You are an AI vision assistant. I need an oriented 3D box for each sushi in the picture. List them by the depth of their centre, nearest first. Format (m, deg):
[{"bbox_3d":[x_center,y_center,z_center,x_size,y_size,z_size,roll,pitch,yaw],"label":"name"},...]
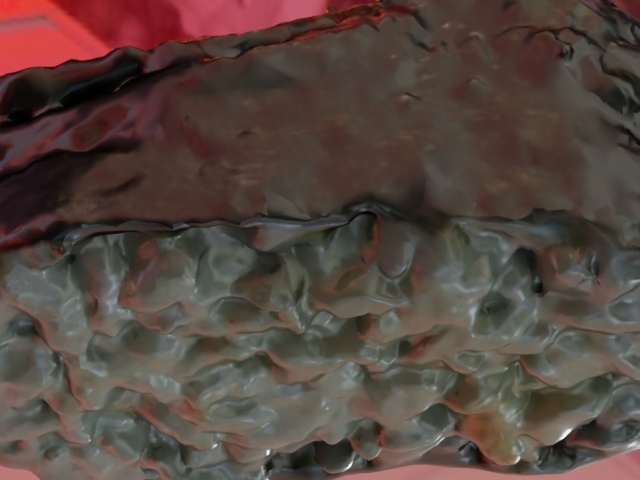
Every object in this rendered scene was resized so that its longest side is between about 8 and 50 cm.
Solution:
[{"bbox_3d":[0.000,0.000,0.590,0.350,0.211,0.171,-7,-131,4],"label":"sushi"}]
